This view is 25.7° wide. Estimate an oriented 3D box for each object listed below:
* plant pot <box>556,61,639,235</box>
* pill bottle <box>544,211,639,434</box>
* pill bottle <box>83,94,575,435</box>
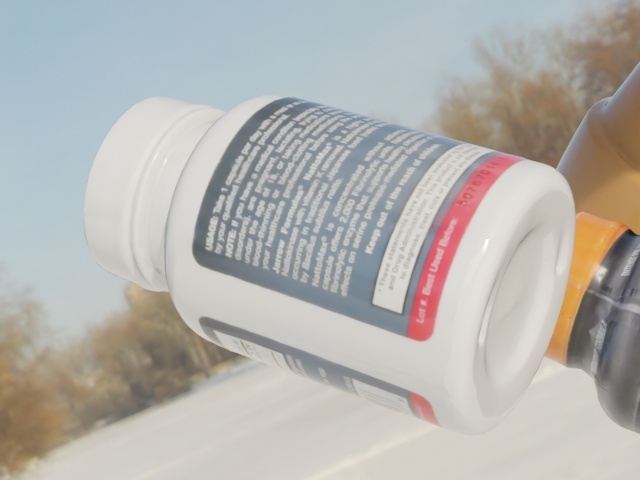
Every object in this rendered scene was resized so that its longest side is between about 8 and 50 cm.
[{"bbox_3d":[0.352,-0.080,1.068,0.291,0.291,0.203,-19,-43,-52],"label":"plant pot"},{"bbox_3d":[0.240,0.063,0.762,0.246,0.130,0.130,21,16,21],"label":"pill bottle"},{"bbox_3d":[0.000,0.000,0.562,0.180,0.107,0.108,18,17,26],"label":"pill bottle"}]
